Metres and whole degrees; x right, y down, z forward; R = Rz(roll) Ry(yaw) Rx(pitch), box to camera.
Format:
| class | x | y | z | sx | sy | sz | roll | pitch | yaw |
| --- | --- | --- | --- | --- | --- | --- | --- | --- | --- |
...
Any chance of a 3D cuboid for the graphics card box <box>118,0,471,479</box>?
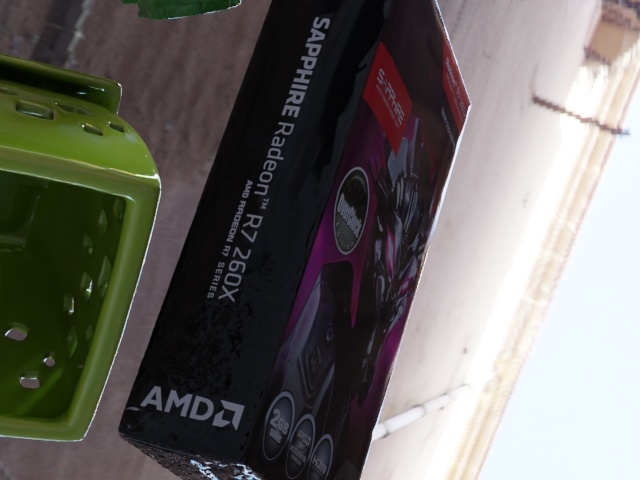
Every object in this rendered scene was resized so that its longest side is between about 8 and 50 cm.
| class | x | y | z | sx | sy | sz | roll | pitch | yaw |
| --- | --- | --- | --- | --- | --- | --- | --- | --- | --- |
| graphics card box | 0.000 | 0.000 | 0.936 | 0.094 | 0.233 | 0.371 | 12 | -110 | 20 |

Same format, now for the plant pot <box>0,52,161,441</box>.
| class | x | y | z | sx | sy | sz | roll | pitch | yaw |
| --- | --- | --- | --- | --- | --- | --- | --- | --- | --- |
| plant pot | -0.251 | -0.017 | 0.960 | 0.228 | 0.207 | 0.227 | 11 | -61 | -18 |

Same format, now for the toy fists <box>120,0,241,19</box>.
| class | x | y | z | sx | sy | sz | roll | pitch | yaw |
| --- | --- | --- | --- | --- | --- | --- | --- | --- | --- |
| toy fists | -0.134 | -0.255 | 1.071 | 0.096 | 0.279 | 0.142 | -12 | -74 | -10 |
